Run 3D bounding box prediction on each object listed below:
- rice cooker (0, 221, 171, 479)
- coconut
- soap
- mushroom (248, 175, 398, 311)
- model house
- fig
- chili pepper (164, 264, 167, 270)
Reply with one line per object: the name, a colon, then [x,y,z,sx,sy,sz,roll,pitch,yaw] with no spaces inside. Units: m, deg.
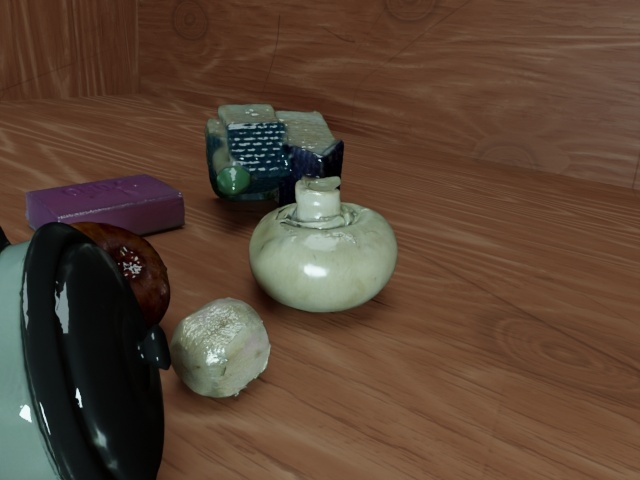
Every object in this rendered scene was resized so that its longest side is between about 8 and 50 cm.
rice cooker: [-0.233,0.117,0.389,0.226,0.281,0.241,-16,24,-9]
coconut: [-0.112,0.125,0.601,0.110,0.110,0.124,19,33,31]
soap: [-0.436,-0.064,1.016,0.259,0.081,0.181,-17,31,-42]
mushroom: [0.000,0.000,0.809,0.245,0.203,0.246,-5,20,2]
model house: [-0.101,-0.158,1.139,0.298,0.244,0.284,-7,33,-17]
fig: [-0.302,0.077,0.652,0.175,0.207,0.175,28,39,-26]
chili pepper: [-0.311,0.030,0.848,0.088,0.065,0.169,-2,20,-19]
